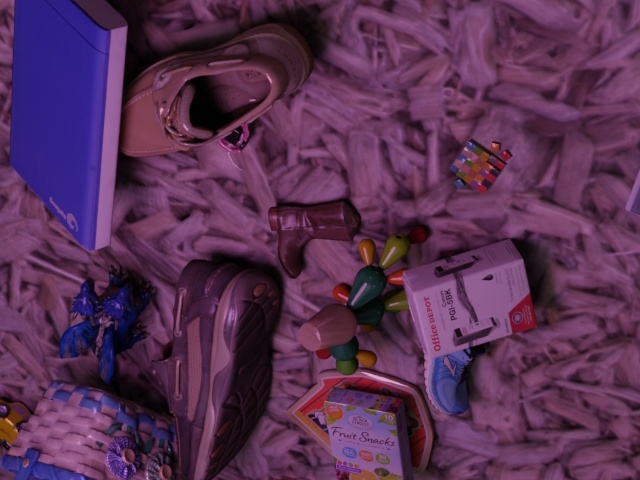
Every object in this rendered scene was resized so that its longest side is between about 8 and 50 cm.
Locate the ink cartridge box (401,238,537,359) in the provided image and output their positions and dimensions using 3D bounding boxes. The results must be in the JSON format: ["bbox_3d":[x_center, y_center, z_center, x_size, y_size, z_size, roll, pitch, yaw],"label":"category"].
[{"bbox_3d":[0.173,0.069,1.762,0.135,0.056,0.099,-18,118,-3],"label":"ink cartridge box"}]

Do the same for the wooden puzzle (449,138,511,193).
[{"bbox_3d":[0.179,-0.084,1.727,0.049,0.006,0.083,35,131,2],"label":"wooden puzzle"}]

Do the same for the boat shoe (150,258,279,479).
[{"bbox_3d":[-0.147,0.167,2.013,0.130,0.132,0.355,29,125,22],"label":"boat shoe"}]

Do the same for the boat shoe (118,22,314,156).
[{"bbox_3d":[-0.145,-0.157,1.740,0.302,0.098,0.109,-18,112,37],"label":"boat shoe"}]

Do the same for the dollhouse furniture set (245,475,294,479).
[{"bbox_3d":[-0.065,0.420,2.132,0.151,0.123,0.144,16,128,17],"label":"dollhouse furniture set"}]

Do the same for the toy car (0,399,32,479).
[{"bbox_3d":[-0.386,0.322,2.281,0.225,0.053,0.239,-7,119,31],"label":"toy car"}]

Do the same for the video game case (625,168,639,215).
[{"bbox_3d":[0.429,-0.077,1.590,0.173,0.022,0.190,23,130,12],"label":"video game case"}]

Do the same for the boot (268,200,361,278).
[{"bbox_3d":[0.000,0.000,1.865,0.114,0.037,0.106,-3,123,24],"label":"boot"}]

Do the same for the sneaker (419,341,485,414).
[{"bbox_3d":[0.166,0.148,1.862,0.073,0.063,0.162,2,123,23],"label":"sneaker"}]

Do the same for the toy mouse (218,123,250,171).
[{"bbox_3d":[-0.121,-0.160,1.814,0.143,0.031,0.161,-32,104,40],"label":"toy mouse"}]

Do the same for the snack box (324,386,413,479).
[{"bbox_3d":[0.063,0.262,1.970,0.100,0.037,0.141,7,125,22],"label":"snack box"}]

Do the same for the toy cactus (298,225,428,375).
[{"bbox_3d":[0.039,0.080,1.813,0.112,0.180,0.219,48,129,18],"label":"toy cactus"}]

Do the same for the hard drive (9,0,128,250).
[{"bbox_3d":[-0.311,-0.172,1.840,0.210,0.040,0.318,44,139,35],"label":"hard drive"}]

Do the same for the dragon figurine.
[{"bbox_3d":[-0.294,0.133,2.037,0.085,0.144,0.289,29,131,7],"label":"dragon figurine"}]

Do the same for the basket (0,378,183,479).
[{"bbox_3d":[-0.321,0.351,2.072,0.201,0.289,0.255,10,167,44],"label":"basket"}]

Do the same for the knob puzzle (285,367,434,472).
[{"bbox_3d":[0.066,0.244,2.003,0.213,0.030,0.213,14,127,19],"label":"knob puzzle"}]
